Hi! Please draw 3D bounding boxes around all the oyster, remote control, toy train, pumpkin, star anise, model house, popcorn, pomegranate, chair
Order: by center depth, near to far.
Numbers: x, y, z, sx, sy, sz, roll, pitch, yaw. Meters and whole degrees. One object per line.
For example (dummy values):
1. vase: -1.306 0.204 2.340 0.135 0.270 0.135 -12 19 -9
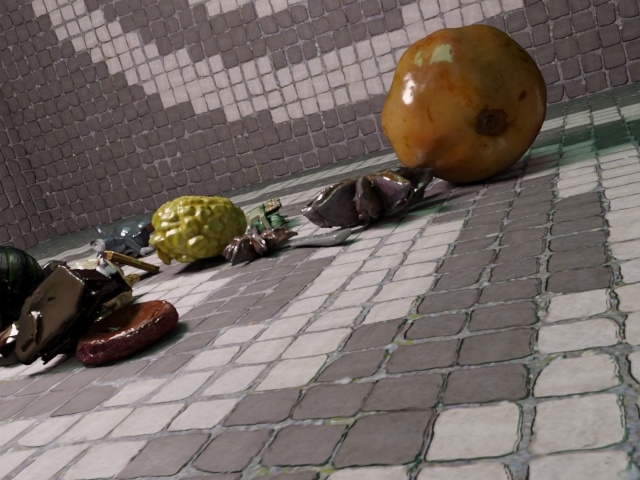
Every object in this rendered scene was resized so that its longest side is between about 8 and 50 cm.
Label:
1. model house: -0.439 0.126 1.222 0.203 0.141 0.164 -35 -25 20
2. oyster: -0.529 0.146 1.420 0.361 0.096 0.221 -28 22 -33
3. remote control: 0.000 0.000 1.493 0.050 0.027 0.184 -23 8 -35
4. star anise: 0.112 -0.099 1.574 0.331 0.118 0.332 -15 3 1
5. star anise: -0.147 0.003 1.588 0.195 0.065 0.182 -15 11 2
6. pomegranate: 0.356 -0.339 1.674 0.411 0.411 0.411 -17 11 3
7. pumpkin: -0.827 0.131 1.691 0.250 0.216 0.250 -11 -21 -4
8. popcorn: -0.299 -0.031 1.726 0.225 0.174 0.286 -3 5 13
9. toy train: -0.155 -0.059 1.884 0.125 0.081 0.194 -28 14 0
10. chair: -0.736 0.111 1.893 0.095 0.104 0.221 -40 22 -20

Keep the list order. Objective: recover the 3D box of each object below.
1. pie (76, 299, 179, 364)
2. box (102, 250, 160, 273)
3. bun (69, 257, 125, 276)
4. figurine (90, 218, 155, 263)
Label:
1. pie: -0.334 0.158 1.165 0.182 0.049 0.182 -19 15 5
2. box: -0.499 0.057 1.768 0.133 0.023 0.090 21 -11 -31
3. bun: -0.592 0.098 1.702 0.183 0.102 0.183 -19 10 4
4. figurine: -0.647 0.010 2.128 0.193 0.140 0.265 -32 -19 23
